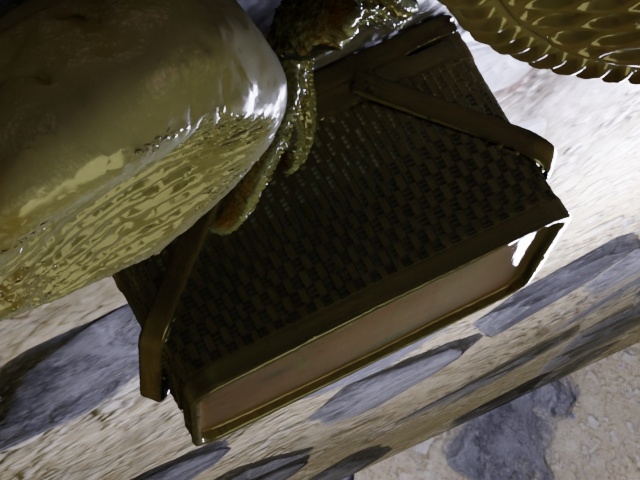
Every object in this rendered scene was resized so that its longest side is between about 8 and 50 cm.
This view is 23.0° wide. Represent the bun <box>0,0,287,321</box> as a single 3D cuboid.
[{"bbox_3d":[-0.107,-0.045,0.645,0.183,0.102,0.183,-34,171,-6],"label":"bun"}]

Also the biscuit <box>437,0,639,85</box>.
[{"bbox_3d":[0.154,-0.148,0.647,0.259,0.079,0.259,-1,158,0],"label":"biscuit"}]

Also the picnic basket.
[{"bbox_3d":[0.000,0.000,0.932,0.267,0.139,0.165,-26,166,-10],"label":"picnic basket"}]

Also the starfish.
[{"bbox_3d":[-0.005,-0.079,0.744,0.208,0.053,0.176,91,24,-74],"label":"starfish"}]
